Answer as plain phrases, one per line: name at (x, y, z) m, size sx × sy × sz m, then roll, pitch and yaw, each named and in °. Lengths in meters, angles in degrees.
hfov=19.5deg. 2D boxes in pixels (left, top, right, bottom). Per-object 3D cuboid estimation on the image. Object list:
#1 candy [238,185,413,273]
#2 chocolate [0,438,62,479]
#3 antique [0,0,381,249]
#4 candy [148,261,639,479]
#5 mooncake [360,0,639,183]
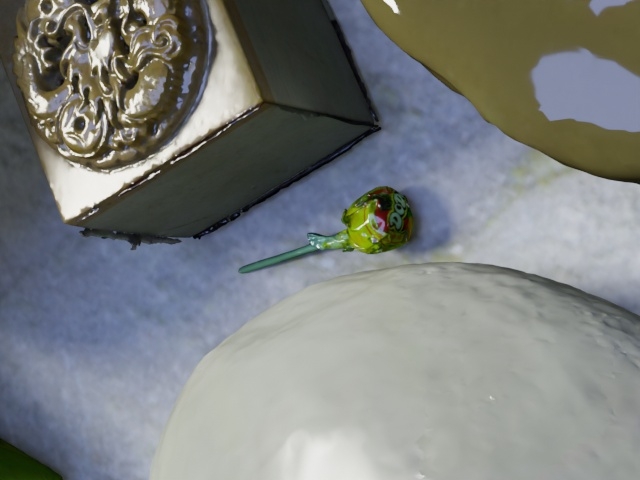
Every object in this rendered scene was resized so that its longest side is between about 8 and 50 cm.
candy at (0.000, 0.000, 1.036) m, size 0.123 × 0.035 × 0.035 m, roll -19°, pitch 91°, yaw 38°
chocolate at (-0.326, 0.215, 1.155) m, size 0.289 × 0.137 × 0.301 m, roll 25°, pitch 100°, yaw 27°
antique at (-0.080, -0.093, 1.012) m, size 0.147 × 0.148 × 0.152 m, roll -31°, pitch 72°, yaw 24°
candy at (0.072, 0.201, 0.906) m, size 0.427 × 0.186 × 0.386 m, roll 41°, pitch 111°, yaw 31°
mooncake at (0.187, -0.204, 0.840) m, size 0.378 × 0.201 × 0.378 m, roll -1°, pitch 87°, yaw 26°
